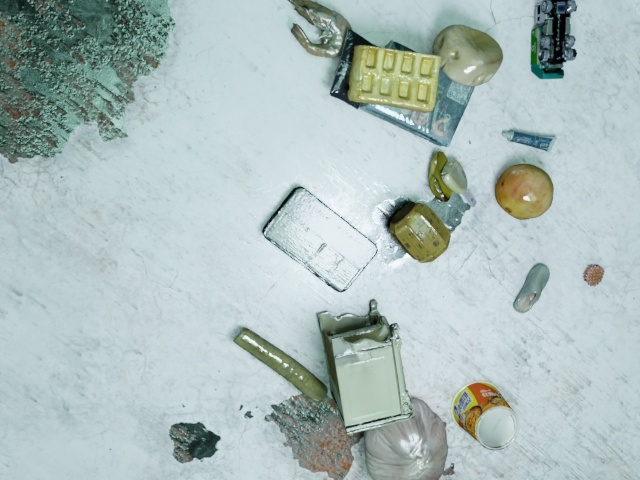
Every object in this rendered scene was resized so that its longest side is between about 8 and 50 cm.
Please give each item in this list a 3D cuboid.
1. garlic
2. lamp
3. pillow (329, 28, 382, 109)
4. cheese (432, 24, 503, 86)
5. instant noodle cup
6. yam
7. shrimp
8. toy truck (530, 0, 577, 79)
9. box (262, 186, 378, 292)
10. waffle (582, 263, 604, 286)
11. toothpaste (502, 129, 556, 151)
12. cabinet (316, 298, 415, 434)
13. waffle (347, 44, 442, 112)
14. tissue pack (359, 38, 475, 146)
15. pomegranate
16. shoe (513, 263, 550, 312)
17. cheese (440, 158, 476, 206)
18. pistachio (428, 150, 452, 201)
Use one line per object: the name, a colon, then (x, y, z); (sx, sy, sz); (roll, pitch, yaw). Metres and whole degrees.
garlic: (0.295, 0.709, 1.884); (0.318, 0.259, 0.317); (-3, 105, -11)
lamp: (0.328, -0.026, 1.809); (0.161, 0.161, 0.185); (-45, 103, 1)
pillow: (0.105, -0.531, 1.715); (0.141, 0.055, 0.208); (16, 98, -37)
cheese: (0.455, -0.579, 1.704); (0.218, 0.235, 0.117); (34, 136, 0)
instant noodle cup: (0.597, 0.632, 1.961); (0.214, 0.174, 0.213); (-2, 100, -9)
yam: (-0.129, 0.417, 1.849); (0.372, 0.083, 0.083); (41, 91, -15)
shrimp: (-0.022, -0.651, 1.686); (0.255, 0.059, 0.145); (18, 107, -17)
toy truck: (0.749, -0.653, 1.780); (0.114, 0.124, 0.253); (-5, 99, -9)
box: (0.000, 0.000, 1.807); (0.350, 0.058, 0.211); (38, 94, -14)
waffle: (1.002, 0.128, 2.014); (0.075, 0.029, 0.083); (27, 97, -13)
toothpaste: (0.710, -0.346, 1.875); (0.197, 0.034, 0.057); (9, 115, -12)
cabinet: (0.141, 0.395, 1.785); (0.228, 0.290, 0.317); (-11, 101, -7)
waffle: (0.225, -0.485, 1.646); (0.274, 0.057, 0.167); (6, 99, -9)
tissue pack: (0.313, -0.463, 1.751); (0.316, 0.103, 0.227); (22, 93, -13)
pomegranate: (0.681, -0.165, 1.828); (0.192, 0.191, 0.191); (-2, 100, -9)
shoe: (0.764, 0.180, 1.958); (0.079, 0.078, 0.195); (29, 98, -13)
cheese: (0.474, -0.182, 1.846); (0.192, 0.038, 0.097); (45, 62, -31)
pistachio: (0.392, -0.210, 1.836); (0.090, 0.049, 0.172); (-16, 99, -39)
